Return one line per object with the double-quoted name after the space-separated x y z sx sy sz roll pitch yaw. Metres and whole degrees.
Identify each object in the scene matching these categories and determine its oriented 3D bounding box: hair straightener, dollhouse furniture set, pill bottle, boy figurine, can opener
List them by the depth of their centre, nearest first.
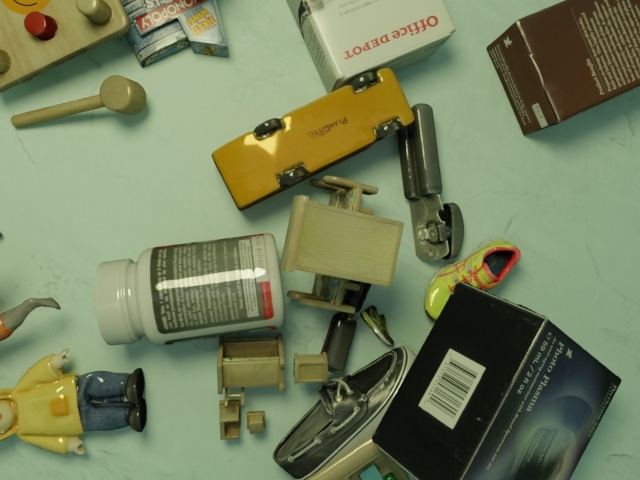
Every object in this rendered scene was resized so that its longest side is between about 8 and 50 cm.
0.000 0.000 0.914 0.161 0.242 0.212 12 88 -19 "dollhouse furniture set"
-0.207 0.083 0.934 0.283 0.161 0.161 -7 90 -7 "pill bottle"
-0.438 0.268 0.940 0.285 0.092 0.177 -2 94 -9 "boy figurine"
-0.086 0.252 0.998 0.181 0.101 0.161 0 114 -7 "dollhouse furniture set"
0.061 0.124 1.001 0.047 0.089 0.230 25 85 -13 "hair straightener"
0.202 -0.103 1.042 0.095 0.076 0.284 -6 89 -39 "can opener"

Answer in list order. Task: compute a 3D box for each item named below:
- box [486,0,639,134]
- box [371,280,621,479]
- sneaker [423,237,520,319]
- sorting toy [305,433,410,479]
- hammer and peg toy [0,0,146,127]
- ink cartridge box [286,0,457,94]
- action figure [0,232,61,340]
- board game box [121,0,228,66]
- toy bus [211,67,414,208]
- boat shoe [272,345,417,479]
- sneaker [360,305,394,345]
0.526 -0.358 1.039 0.381 0.143 0.191 -24 92 -8 "box"
0.294 0.272 0.922 0.294 0.182 0.296 33 85 -37 "box"
0.273 0.067 1.023 0.208 0.094 0.081 -41 95 -4 "sneaker"
0.065 0.441 0.974 0.347 0.047 0.196 -32 127 -6 "sorting toy"
-0.448 -0.350 0.905 0.265 0.127 0.361 -23 93 4 "hammer and peg toy"
0.060 -0.441 0.988 0.223 0.129 0.308 -24 92 -7 "ink cartridge box"
-0.632 0.102 0.873 0.330 0.178 0.341 -41 86 -17 "action figure"
-0.250 -0.393 0.987 0.194 0.060 0.194 -29 92 -6 "board game box"
-0.013 -0.170 0.975 0.332 0.130 0.108 -27 91 -6 "toy bus"
0.041 0.286 0.984 0.301 0.108 0.102 -46 109 2 "boat shoe"
0.109 0.154 1.034 0.035 0.031 0.083 -41 94 -6 "sneaker"
